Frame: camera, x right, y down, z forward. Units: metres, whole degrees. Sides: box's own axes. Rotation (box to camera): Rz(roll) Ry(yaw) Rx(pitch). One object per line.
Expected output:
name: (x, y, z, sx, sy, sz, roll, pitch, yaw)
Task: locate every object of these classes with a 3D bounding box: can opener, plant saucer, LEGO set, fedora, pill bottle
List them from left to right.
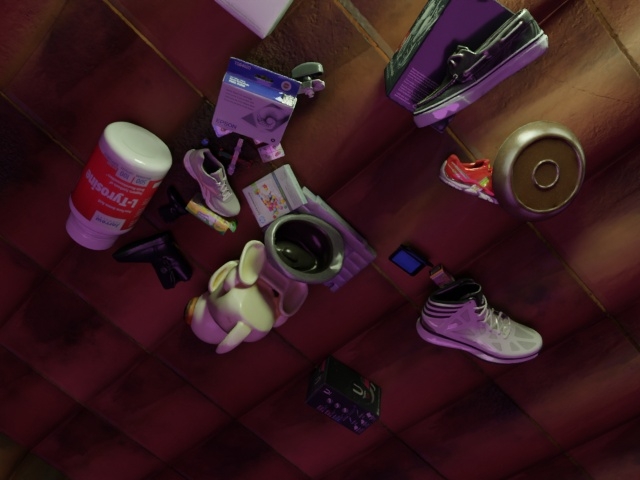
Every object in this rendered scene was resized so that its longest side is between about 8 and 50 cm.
pill bottle: (-0.681, -0.168, 1.783, 0.229, 0.229, 0.408, 34, 117, -11)
LEGO set: (-0.259, -0.324, 1.761, 0.244, 0.060, 0.183, -19, 107, 11)
can opener: (-0.121, -0.468, 1.650, 0.280, 0.074, 0.093, -11, 82, 11)
fedora: (-0.069, 0.040, 1.788, 0.275, 0.244, 0.124, 10, 155, -23)
plant saucer: (0.674, -0.203, 1.634, 0.310, 0.050, 0.311, -2, 105, -8)

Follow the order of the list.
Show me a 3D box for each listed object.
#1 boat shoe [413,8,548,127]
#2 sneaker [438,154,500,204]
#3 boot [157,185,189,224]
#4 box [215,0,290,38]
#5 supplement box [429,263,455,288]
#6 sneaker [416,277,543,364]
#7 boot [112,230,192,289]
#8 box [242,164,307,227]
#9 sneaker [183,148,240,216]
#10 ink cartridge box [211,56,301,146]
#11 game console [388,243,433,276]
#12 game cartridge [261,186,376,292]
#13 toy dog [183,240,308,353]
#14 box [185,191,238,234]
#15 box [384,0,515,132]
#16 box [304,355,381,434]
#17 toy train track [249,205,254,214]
boat shoe: (0.340, -0.389, 1.221, 0.335, 0.121, 0.119, -35, 104, 9)
sneaker: (0.516, -0.193, 1.692, 0.278, 0.107, 0.118, 18, 110, -5)
boot: (-0.530, -0.121, 1.895, 0.099, 0.045, 0.121, -21, 114, 21)
box: (-0.170, -0.696, 1.494, 0.181, 0.119, 0.182, 37, 116, -12)
supplement box: (0.432, 0.132, 1.908, 0.055, 0.043, 0.083, -37, 108, 23)
sneaker: (0.575, 0.280, 1.869, 0.447, 0.169, 0.258, 10, 135, 4)
boot: (-0.619, 0.094, 1.991, 0.246, 0.094, 0.207, -18, 111, 9)
box: (-0.154, -0.147, 1.798, 0.186, 0.038, 0.145, -26, 90, 27)
sneaker: (-0.343, -0.188, 1.776, 0.121, 0.099, 0.262, -4, 127, 53)
ink cartridge box: (-0.195, -0.408, 1.617, 0.223, 0.045, 0.224, 17, 135, -11)
game console: (0.315, 0.075, 1.879, 0.122, 0.107, 0.071, 35, 89, -12)
game cartridge: (0.000, 0.000, 1.885, 0.355, 0.068, 0.230, 42, 111, -15)
toy dog: (-0.292, 0.249, 1.886, 0.284, 0.396, 0.407, 34, 144, -27)
box: (-0.369, -0.088, 1.855, 0.179, 0.105, 0.043, 34, 111, -11)
box: (0.323, -0.501, 1.409, 0.178, 0.343, 0.313, 30, 117, -11)
box: (0.094, 0.615, 2.143, 0.270, 0.165, 0.143, 34, 118, -12)
toy train track: (-0.209, -0.105, 1.880, 0.083, 0.014, 0.048, 23, 112, -12)
